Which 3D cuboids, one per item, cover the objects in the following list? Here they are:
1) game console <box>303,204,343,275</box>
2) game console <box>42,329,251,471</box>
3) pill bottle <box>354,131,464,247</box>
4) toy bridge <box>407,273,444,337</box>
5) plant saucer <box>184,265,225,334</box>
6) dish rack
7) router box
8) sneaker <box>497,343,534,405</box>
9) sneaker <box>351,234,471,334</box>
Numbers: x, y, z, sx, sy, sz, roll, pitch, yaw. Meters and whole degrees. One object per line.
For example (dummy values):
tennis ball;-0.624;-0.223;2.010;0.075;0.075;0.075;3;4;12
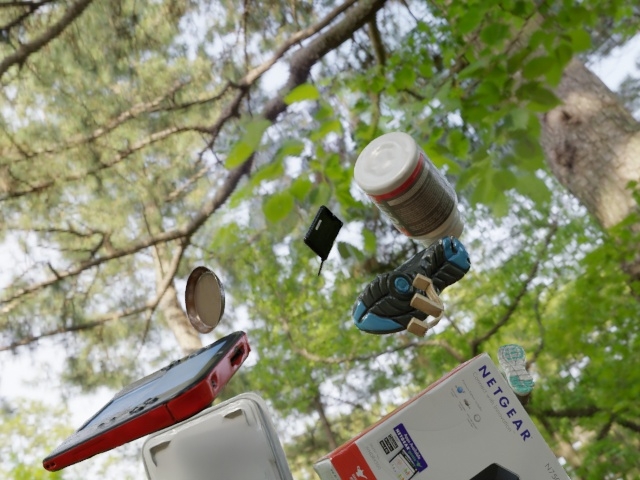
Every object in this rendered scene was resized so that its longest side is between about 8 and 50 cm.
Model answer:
game console;0.000;0.000;1.865;0.107;0.122;0.071;43;-41;-21
game console;-0.322;0.300;1.576;0.342;0.060;0.386;-23;5;13
pill bottle;0.236;-0.112;2.021;0.176;0.176;0.318;-36;-49;13
toy bridge;0.201;0.124;1.517;0.063;0.188;0.026;26;-62;-2
plant saucer;-0.280;0.145;1.981;0.029;0.168;0.168;-1;-44;-39
dish rack;-0.251;0.528;1.866;0.332;0.286;0.072;-24;-22;2
router box;0.202;0.375;1.133;0.301;0.335;0.082;-28;-10;-26
sneaker;0.427;0.298;1.774;0.065;0.166;0.076;-5;-57;5
sneaker;0.179;0.114;1.682;0.340;0.125;0.139;-28;-10;-39
